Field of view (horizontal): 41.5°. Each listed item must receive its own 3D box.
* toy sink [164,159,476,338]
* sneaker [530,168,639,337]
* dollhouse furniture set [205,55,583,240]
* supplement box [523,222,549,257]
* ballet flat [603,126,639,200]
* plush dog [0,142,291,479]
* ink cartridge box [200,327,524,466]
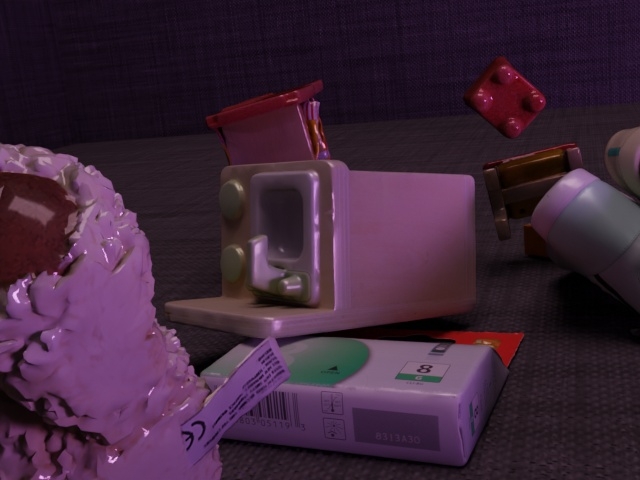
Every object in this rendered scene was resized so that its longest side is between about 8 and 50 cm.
[{"bbox_3d":[0.000,0.000,0.717,0.234,0.131,0.153,-3,2,-40],"label":"toy sink"},{"bbox_3d":[0.282,0.026,0.756,0.151,0.094,0.256,46,16,24],"label":"sneaker"},{"bbox_3d":[0.085,-0.093,0.929,0.374,0.201,0.152,-13,12,12],"label":"dollhouse furniture set"},{"bbox_3d":[0.282,-0.007,0.939,0.098,0.036,0.062,-15,16,-34],"label":"supplement box"},{"bbox_3d":[0.351,-0.032,0.746,0.248,0.086,0.086,27,4,-18],"label":"ballet flat"},{"bbox_3d":[-0.163,0.091,0.422,0.225,0.262,0.210,18,-8,39],"label":"plush dog"},{"bbox_3d":[0.045,0.085,0.630,0.181,0.056,0.224,0,16,23],"label":"ink cartridge box"}]
